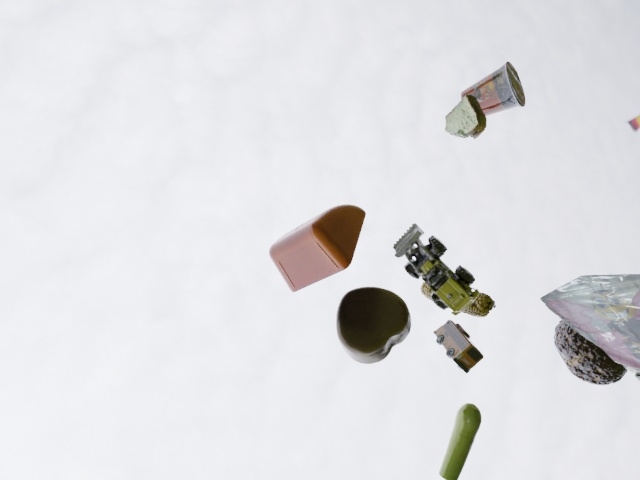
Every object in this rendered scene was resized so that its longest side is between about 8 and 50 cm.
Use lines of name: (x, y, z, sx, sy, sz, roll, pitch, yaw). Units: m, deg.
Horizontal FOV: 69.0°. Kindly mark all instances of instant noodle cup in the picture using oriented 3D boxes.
instant noodle cup: (0.459, -0.391, 1.249, 0.127, 0.135, 0.127, 21, -119, -44)

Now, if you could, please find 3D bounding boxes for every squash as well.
squash: (0.447, 0.640, 1.487, 0.083, 0.083, 0.251, 20, -90, -25)

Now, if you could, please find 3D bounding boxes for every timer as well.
timer: (0.000, 0.000, 1.443, 0.161, 0.257, 0.250, 54, -141, -10)

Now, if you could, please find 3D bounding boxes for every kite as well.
kite: (0.485, 0.182, 0.656, 0.022, 0.204, 0.360, -41, -87, -24)

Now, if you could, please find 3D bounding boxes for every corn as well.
corn: (0.549, 0.237, 1.902, 0.101, 0.312, 0.102, -14, -71, -46)

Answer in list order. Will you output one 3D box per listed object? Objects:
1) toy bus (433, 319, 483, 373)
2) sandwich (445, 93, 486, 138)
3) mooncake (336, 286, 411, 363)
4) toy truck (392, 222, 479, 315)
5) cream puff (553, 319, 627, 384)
toy bus: (0.525, 0.397, 1.784, 0.098, 0.114, 0.201, 43, -172, -21)
sandwich: (0.331, -0.268, 1.061, 0.035, 0.093, 0.105, 12, -135, -29)
mooncake: (0.152, 0.252, 1.436, 0.117, 0.234, 0.235, 65, -143, -46)
toy truck: (0.318, 0.079, 1.321, 0.286, 0.136, 0.111, 49, -159, 23)
cream puff: (0.848, 0.344, 1.481, 0.239, 0.164, 0.239, 53, -161, -27)
